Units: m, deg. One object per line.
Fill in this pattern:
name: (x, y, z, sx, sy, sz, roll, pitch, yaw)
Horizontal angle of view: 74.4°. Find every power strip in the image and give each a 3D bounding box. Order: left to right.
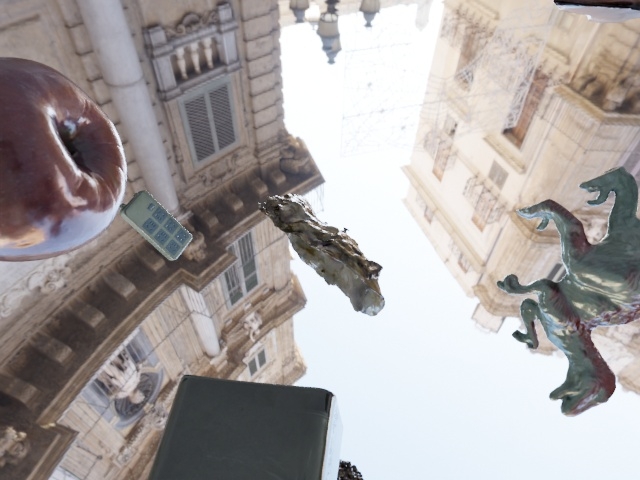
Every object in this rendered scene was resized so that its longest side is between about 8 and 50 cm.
power strip: (-0.191, -0.017, 0.495, 0.016, 0.090, 0.040, -8, -138, 41)

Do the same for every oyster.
oyster: (-0.019, -0.020, 0.799, 0.111, 0.204, 0.396, -44, -138, -2)

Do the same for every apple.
apple: (-0.435, -0.112, 0.607, 0.234, 0.306, 0.306, -18, -132, 7)

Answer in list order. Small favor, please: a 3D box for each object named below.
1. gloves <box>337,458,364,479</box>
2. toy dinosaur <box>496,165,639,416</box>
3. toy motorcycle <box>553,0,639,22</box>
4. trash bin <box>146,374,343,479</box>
gloves: (-0.044, 0.451, 0.659, 0.210, 0.313, 0.135, 16, -143, -15)
toy dinosaur: (0.243, 0.017, 0.328, 0.053, 0.242, 0.167, -9, -120, -56)
toy motorcycle: (0.217, -0.222, 0.338, 0.212, 0.084, 0.118, 8, -150, 13)
trash bin: (-0.073, 0.263, 0.373, 0.163, 0.122, 0.241, 0, -133, 11)
